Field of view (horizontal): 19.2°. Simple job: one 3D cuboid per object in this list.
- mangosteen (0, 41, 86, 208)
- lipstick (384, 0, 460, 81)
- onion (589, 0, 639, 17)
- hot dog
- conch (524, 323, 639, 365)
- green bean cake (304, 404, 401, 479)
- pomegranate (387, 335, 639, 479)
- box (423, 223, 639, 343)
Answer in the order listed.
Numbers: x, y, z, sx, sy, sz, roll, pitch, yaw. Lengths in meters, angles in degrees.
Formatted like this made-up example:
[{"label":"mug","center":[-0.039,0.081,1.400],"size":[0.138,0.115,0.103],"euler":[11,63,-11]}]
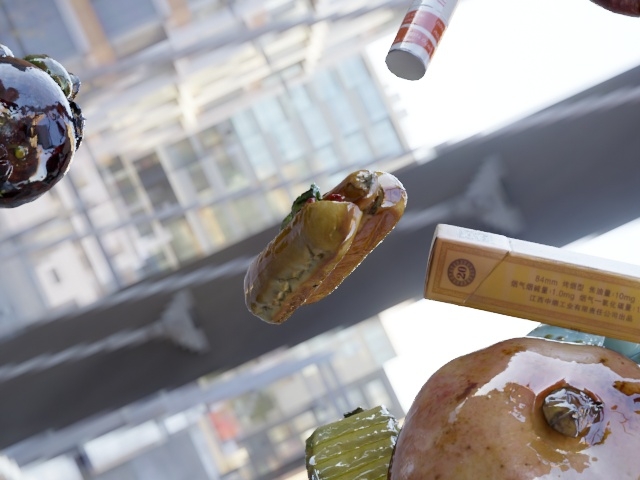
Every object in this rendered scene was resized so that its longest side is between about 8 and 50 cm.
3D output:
[{"label":"mangosteen","center":[-0.328,-0.121,1.927],"size":[0.172,0.172,0.184],"euler":[70,5,-45]},{"label":"lipstick","center":[0.095,-0.196,1.636],"size":[0.038,0.038,0.130],"euler":[70,37,-47]},{"label":"onion","center":[0.418,-0.388,2.365],"size":[0.273,0.273,0.285],"euler":[63,0,23]},{"label":"hot dog","center":[0.000,0.000,1.470],"size":[0.062,0.092,0.235],"euler":[59,-31,10]},{"label":"conch","center":[0.333,0.218,2.510],"size":[0.303,0.215,0.319],"euler":[48,46,-57]},{"label":"green bean cake","center":[0.070,0.335,2.265],"size":[0.229,0.131,0.224],"euler":[-101,170,-65]},{"label":"pomegranate","center":[0.240,0.244,2.002],"size":[0.338,0.338,0.338],"euler":[155,-90,-86]},{"label":"box","center":[0.254,0.049,2.097],"size":[0.174,0.274,0.076],"euler":[-42,144,-85]}]
